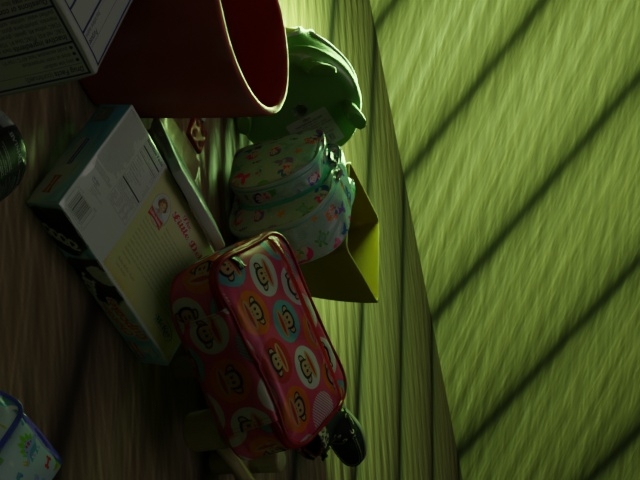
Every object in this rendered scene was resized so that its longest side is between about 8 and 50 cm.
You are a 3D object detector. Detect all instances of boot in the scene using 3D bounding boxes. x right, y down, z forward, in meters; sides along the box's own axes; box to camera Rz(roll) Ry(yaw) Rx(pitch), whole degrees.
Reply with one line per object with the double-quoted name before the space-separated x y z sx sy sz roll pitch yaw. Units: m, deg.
"boot" 0.013 0.402 2.024 0.179 0.085 0.236 -62 133 -60

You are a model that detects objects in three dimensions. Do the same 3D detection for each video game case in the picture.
"video game case" -0.192 -0.081 1.447 0.143 0.019 0.157 59 -4 48

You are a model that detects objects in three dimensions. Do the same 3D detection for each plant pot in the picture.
"plant pot" 0.000 0.000 2.004 0.212 0.187 0.212 59 27 -51
"plant pot" -0.202 -0.291 1.409 0.275 0.243 0.275 -9 90 -72

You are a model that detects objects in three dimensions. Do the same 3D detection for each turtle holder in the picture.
"turtle holder" -0.076 -0.305 1.920 0.320 0.243 0.227 21 33 -25

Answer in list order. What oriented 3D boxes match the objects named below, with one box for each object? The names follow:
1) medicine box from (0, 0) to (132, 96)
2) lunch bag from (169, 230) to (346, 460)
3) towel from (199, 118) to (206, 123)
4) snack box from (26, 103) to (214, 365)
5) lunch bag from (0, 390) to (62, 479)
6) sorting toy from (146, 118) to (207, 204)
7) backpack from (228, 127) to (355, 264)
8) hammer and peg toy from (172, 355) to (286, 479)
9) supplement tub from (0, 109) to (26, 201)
"medicine box" -0.344 -0.363 1.148 0.263 0.149 0.289 -80 155 -47
"lunch bag" -0.076 0.142 1.431 0.258 0.120 0.293 -32 100 -62
"towel" -0.226 -0.290 1.716 0.113 0.023 0.152 53 30 -61
"snack box" -0.250 -0.002 1.348 0.187 0.060 0.322 -63 144 -36
"lunch bag" -0.342 0.216 0.972 0.151 0.096 0.129 58 28 -21
"sorting toy" -0.241 -0.117 1.516 0.132 0.046 0.275 62 30 -47
"backpack" -0.056 -0.071 1.795 0.254 0.225 0.191 -84 155 -48
"hammer and peg toy" -0.129 0.259 1.566 0.361 0.127 0.266 -61 139 -58
"supplement tub" -0.374 -0.058 0.954 0.190 0.117 0.117 -63 141 -62
